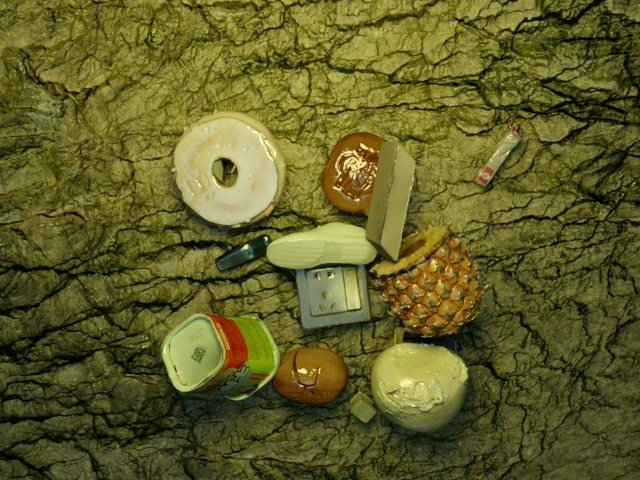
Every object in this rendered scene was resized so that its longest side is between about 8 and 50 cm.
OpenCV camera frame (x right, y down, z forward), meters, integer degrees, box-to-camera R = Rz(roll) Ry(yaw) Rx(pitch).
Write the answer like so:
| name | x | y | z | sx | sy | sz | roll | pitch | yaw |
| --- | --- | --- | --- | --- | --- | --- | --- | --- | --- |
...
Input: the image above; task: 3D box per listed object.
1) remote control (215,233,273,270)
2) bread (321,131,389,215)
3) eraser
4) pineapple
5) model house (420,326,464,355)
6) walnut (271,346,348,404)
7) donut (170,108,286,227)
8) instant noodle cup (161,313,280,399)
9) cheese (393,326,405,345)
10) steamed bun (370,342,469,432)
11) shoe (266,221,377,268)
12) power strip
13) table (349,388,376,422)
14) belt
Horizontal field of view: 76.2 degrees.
| name | x | y | z | sx | sy | sz | roll | pitch | yaw |
| --- | --- | --- | --- | --- | --- | --- | --- | --- | --- |
| remote control | -0.270 | 0.046 | 1.449 | 0.222 | 0.042 | 0.072 | -24 | 102 | 5 |
| bread | 0.132 | -0.215 | 1.343 | 0.270 | 0.148 | 0.270 | 0 | 99 | -2 |
| eraser | 0.210 | -0.117 | 1.240 | 0.077 | 0.111 | 0.352 | 6 | 99 | -18 |
| pineapple | 0.357 | 0.130 | 1.326 | 0.352 | 0.352 | 0.300 | -34 | 106 | 6 |
| model house | 0.457 | 0.380 | 1.492 | 0.167 | 0.088 | 0.117 | -5 | 102 | 1 |
| walnut | -0.047 | 0.487 | 1.460 | 0.298 | 0.203 | 0.203 | -1 | 101 | -8 |
| donut | -0.297 | -0.227 | 1.344 | 0.382 | 0.142 | 0.383 | 0 | 100 | 0 |
| instant noodle cup | -0.327 | 0.373 | 1.333 | 0.294 | 0.308 | 0.294 | -7 | 71 | 20 |
| cheese | 0.295 | 0.361 | 1.519 | 0.044 | 0.030 | 0.083 | 0 | 97 | -21 |
| steamed bun | 0.343 | 0.530 | 1.411 | 0.334 | 0.233 | 0.312 | -5 | 125 | 18 |
| shoe | 0.000 | 0.000 | 1.371 | 0.363 | 0.160 | 0.132 | -1 | 125 | -8 |
| power strip | 0.044 | 0.170 | 1.449 | 0.251 | 0.092 | 0.257 | -6 | 89 | 2 |
| table | 0.158 | 0.623 | 1.542 | 0.079 | 0.083 | 0.062 | 40 | 99 | -8 |
| belt | 0.598 | -0.286 | 1.370 | 0.053 | 0.071 | 0.232 | 32 | 99 | 1 |
